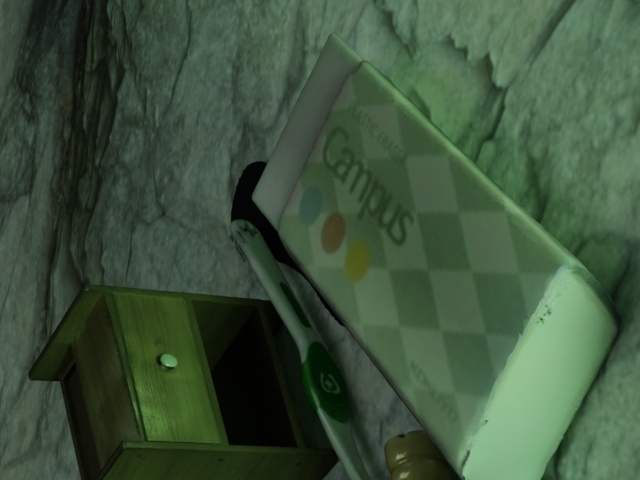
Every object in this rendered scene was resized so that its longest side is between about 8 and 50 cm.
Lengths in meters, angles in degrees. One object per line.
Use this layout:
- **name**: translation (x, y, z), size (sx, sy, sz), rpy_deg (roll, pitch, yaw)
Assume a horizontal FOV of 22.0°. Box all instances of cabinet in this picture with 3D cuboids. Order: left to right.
- **cabinet**: translation (-0.123, 0.153, 1.471), size (0.148, 0.215, 0.175), rpy_deg (-54, 41, 39)

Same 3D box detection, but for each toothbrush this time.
- **toothbrush**: translation (-0.002, 0.123, 1.438), size (0.040, 0.042, 0.418), rpy_deg (-55, 43, 24)

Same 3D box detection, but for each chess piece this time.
- **chess piece**: translation (0.081, 0.209, 1.269), size (0.066, 0.066, 0.122), rpy_deg (-48, 42, 44)

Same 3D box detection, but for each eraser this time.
- **eraser**: translation (0.073, 0.013, 1.292), size (0.213, 0.082, 0.397), rpy_deg (-64, 36, 19)

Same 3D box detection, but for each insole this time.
- **insole**: translation (0.000, 0.000, 1.499), size (0.348, 0.009, 0.119), rpy_deg (28, 106, 57)
